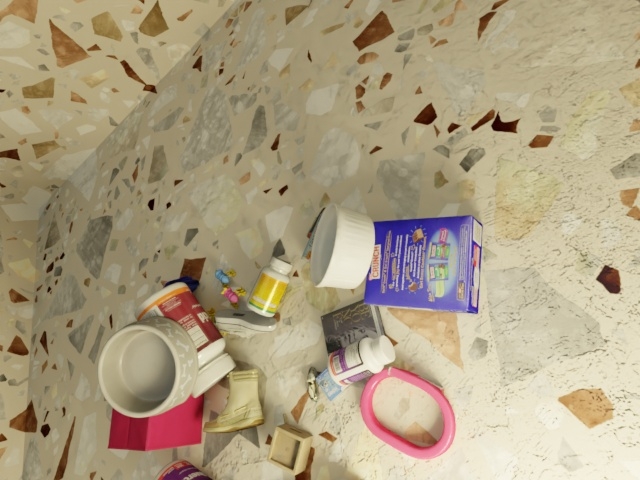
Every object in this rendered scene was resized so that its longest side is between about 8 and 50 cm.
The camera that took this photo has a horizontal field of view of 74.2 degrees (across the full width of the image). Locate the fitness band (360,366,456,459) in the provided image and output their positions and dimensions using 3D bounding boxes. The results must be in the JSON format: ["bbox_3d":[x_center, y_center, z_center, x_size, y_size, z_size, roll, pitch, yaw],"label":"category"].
[{"bbox_3d":[0.242,0.484,1.203,0.290,0.054,0.209,14,83,40],"label":"fitness band"}]

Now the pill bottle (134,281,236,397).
[{"bbox_3d":[-0.506,0.376,1.613,0.224,0.224,0.392,-40,81,18],"label":"pill bottle"}]

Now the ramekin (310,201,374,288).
[{"bbox_3d":[0.069,0.025,1.372,0.277,0.135,0.278,-168,90,-75],"label":"ramekin"}]

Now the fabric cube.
[{"bbox_3d":[-0.635,0.666,1.661,0.258,0.254,0.259,-15,67,31],"label":"fabric cube"}]

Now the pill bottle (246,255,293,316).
[{"bbox_3d":[-0.186,0.170,1.592,0.117,0.117,0.209,24,89,39],"label":"pill bottle"}]

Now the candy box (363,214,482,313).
[{"bbox_3d":[0.303,0.073,1.262,0.316,0.122,0.269,-1,74,35],"label":"candy box"}]

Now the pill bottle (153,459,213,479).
[{"bbox_3d":[-0.437,0.913,1.469,0.322,0.181,0.182,8,79,38],"label":"pill bottle"}]

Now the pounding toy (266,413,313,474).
[{"bbox_3d":[-0.102,0.658,1.381,0.141,0.100,0.130,11,81,28],"label":"pounding toy"}]

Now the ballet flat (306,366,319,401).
[{"bbox_3d":[-0.026,0.478,1.413,0.041,0.041,0.115,-24,60,28],"label":"ballet flat"}]

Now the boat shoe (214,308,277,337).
[{"bbox_3d":[-0.286,0.329,1.622,0.267,0.096,0.088,2,110,17],"label":"boat shoe"}]

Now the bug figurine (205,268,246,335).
[{"bbox_3d":[-0.425,0.257,1.767,0.216,0.072,0.279,26,90,39],"label":"bug figurine"}]

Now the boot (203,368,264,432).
[{"bbox_3d":[-0.326,0.591,1.557,0.261,0.095,0.204,-24,62,26],"label":"boot"}]

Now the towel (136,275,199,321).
[{"bbox_3d":[-0.692,0.288,1.859,0.076,0.227,0.308,43,103,11],"label":"towel"}]

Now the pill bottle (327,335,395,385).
[{"bbox_3d":[0.125,0.361,1.287,0.193,0.108,0.108,-32,57,28],"label":"pill bottle"}]

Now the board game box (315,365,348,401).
[{"bbox_3d":[0.040,0.457,1.374,0.090,0.020,0.090,-48,63,13],"label":"board game box"}]

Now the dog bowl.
[{"bbox_3d":[-0.603,0.439,1.460,0.347,0.102,0.350,-1,85,10],"label":"dog bowl"}]

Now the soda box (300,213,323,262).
[{"bbox_3d":[0.000,0.000,1.549,0.058,0.063,0.183,23,88,40],"label":"soda box"}]

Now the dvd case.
[{"bbox_3d":[0.105,0.294,1.395,0.221,0.018,0.165,-26,60,26],"label":"dvd case"}]

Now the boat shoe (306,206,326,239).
[{"bbox_3d":[-0.010,-0.065,1.592,0.043,0.049,0.137,29,96,42],"label":"boat shoe"}]
